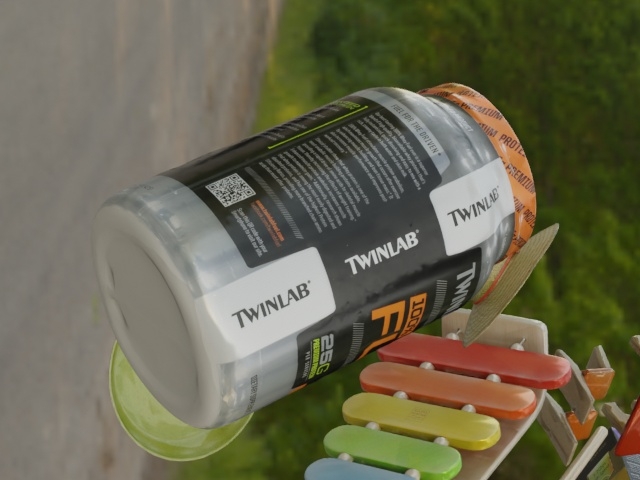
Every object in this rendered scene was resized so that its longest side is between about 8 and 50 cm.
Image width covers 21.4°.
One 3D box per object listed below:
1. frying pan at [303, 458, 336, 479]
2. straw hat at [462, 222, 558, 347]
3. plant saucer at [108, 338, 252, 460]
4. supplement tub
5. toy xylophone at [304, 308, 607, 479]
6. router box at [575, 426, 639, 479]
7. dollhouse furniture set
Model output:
[{"bbox_3d":[0.024,0.403,2.254,0.197,0.053,0.326,-55,-155,-3],"label":"frying pan"},{"bbox_3d":[0.147,0.022,1.515,0.144,0.061,0.144,-53,-179,1],"label":"straw hat"},{"bbox_3d":[-0.181,0.170,2.235,0.037,0.241,0.241,5,-80,55],"label":"plant saucer"},{"bbox_3d":[0.000,0.000,1.308,0.193,0.316,0.193,43,-33,38],"label":"supplement tub"},{"bbox_3d":[0.123,0.180,1.540,0.322,0.236,0.081,-51,136,-49],"label":"toy xylophone"},{"bbox_3d":[0.358,0.441,2.249,0.309,0.081,0.243,-57,-157,27],"label":"router box"},{"bbox_3d":[0.425,0.167,2.031,0.135,0.262,0.259,-116,-151,-43],"label":"dollhouse furniture set"}]
